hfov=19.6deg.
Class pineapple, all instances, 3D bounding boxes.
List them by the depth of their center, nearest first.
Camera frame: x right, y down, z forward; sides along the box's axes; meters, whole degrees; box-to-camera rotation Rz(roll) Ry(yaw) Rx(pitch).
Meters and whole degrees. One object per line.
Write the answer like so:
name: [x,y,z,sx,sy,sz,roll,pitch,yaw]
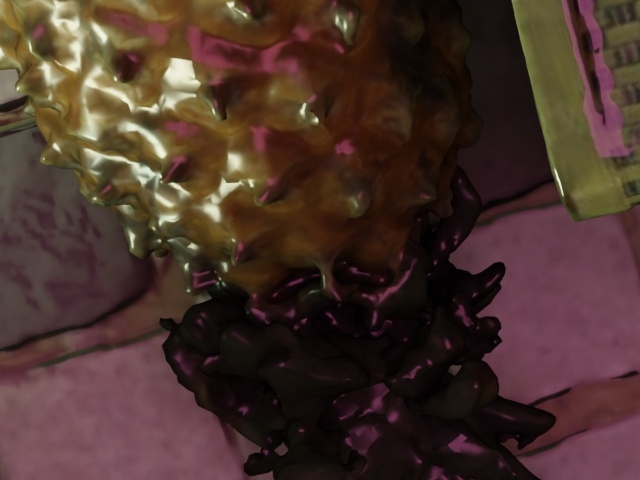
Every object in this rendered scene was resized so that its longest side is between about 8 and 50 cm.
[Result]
pineapple: [0.000,0.000,0.621,0.169,0.169,0.340,-23,106,-5]

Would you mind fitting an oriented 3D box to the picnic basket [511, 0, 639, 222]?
picnic basket: [0.135,-0.100,0.561,0.139,0.266,0.165,-13,91,13]
